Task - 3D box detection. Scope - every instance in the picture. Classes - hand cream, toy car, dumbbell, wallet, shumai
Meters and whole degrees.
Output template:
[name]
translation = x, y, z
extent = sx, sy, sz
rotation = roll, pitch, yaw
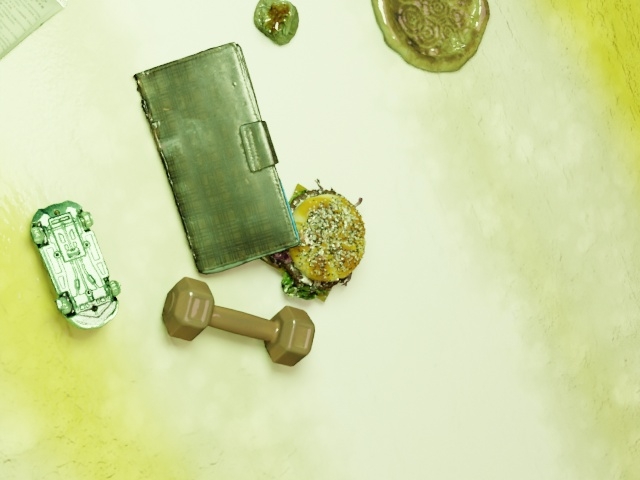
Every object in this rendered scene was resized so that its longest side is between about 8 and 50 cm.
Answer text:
[hand cream]
translation = -0.448, -0.283, 1.412
extent = 0.080, 0.050, 0.234
rotation = 46, 64, -18
[toy car]
translation = -0.345, 0.038, 1.442
extent = 0.093, 0.058, 0.186
rotation = -21, 85, -27
[dumbbell]
translation = -0.122, 0.122, 1.542
extent = 0.231, 0.082, 0.092
rotation = 17, 79, -26
[wallet]
translation = -0.149, -0.118, 1.527
extent = 0.169, 0.044, 0.317
rotation = -18, 95, 4
[shumai]
translation = -0.059, -0.350, 1.598
extent = 0.082, 0.080, 0.083
rotation = -6, 88, -30

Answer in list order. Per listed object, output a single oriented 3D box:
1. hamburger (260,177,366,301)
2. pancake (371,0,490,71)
[hamburger]
translation = 0.000, 0.004, 1.606
extent = 0.164, 0.093, 0.189
rotation = 23, 79, -26
[pancake]
translation = 0.191, -0.393, 1.763
extent = 0.235, 0.029, 0.212
rotation = -8, 92, -26
